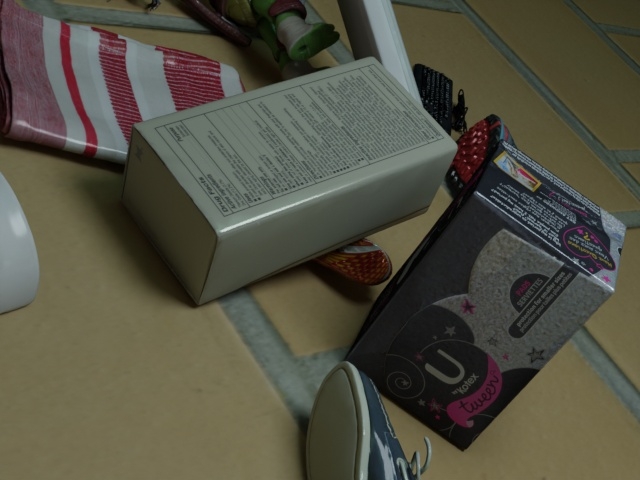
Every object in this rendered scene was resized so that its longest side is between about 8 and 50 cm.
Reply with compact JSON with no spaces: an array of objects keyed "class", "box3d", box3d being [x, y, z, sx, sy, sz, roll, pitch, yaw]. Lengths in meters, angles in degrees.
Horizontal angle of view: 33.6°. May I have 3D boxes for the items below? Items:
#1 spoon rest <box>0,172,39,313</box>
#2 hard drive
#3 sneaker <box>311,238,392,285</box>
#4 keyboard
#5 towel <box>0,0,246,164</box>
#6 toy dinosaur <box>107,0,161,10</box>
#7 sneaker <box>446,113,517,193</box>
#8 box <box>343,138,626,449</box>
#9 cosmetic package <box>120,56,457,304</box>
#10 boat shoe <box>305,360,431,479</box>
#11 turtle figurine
[{"class":"spoon rest","box3d":[-0.333,-0.061,0.910,0.276,0.084,0.137,46,34,16]},{"class":"hard drive","box3d":[0.074,-0.222,1.317,0.040,0.203,0.308,-14,73,-3]},{"class":"sneaker","box3d":[0.000,0.000,1.172,0.175,0.064,0.067,35,-3,10]},{"class":"keyboard","box3d":[0.190,-0.223,1.644,0.100,0.038,0.192,28,34,-12]},{"class":"towel","box3d":[-0.206,-0.160,1.191,0.329,0.037,0.237,11,38,-33]},{"class":"toy dinosaur","box3d":[-0.240,-0.339,1.375,0.082,0.090,0.047,56,5,-28]},{"class":"sneaker","box3d":[0.248,-0.065,1.461,0.125,0.104,0.262,38,32,-29]},{"class":"box","box3d":[0.163,0.057,1.054,0.163,0.247,0.142,35,34,1]},{"class":"cosmetic package","box3d":[-0.029,-0.071,1.091,0.309,0.113,0.160,-21,59,-32]},{"class":"boat shoe","box3d":[0.048,0.216,0.887,0.079,0.095,0.255,15,38,-26]},{"class":"turtle figurine","box3d":[-0.034,-0.339,1.442,0.274,0.198,0.266,-4,53,-41]}]
